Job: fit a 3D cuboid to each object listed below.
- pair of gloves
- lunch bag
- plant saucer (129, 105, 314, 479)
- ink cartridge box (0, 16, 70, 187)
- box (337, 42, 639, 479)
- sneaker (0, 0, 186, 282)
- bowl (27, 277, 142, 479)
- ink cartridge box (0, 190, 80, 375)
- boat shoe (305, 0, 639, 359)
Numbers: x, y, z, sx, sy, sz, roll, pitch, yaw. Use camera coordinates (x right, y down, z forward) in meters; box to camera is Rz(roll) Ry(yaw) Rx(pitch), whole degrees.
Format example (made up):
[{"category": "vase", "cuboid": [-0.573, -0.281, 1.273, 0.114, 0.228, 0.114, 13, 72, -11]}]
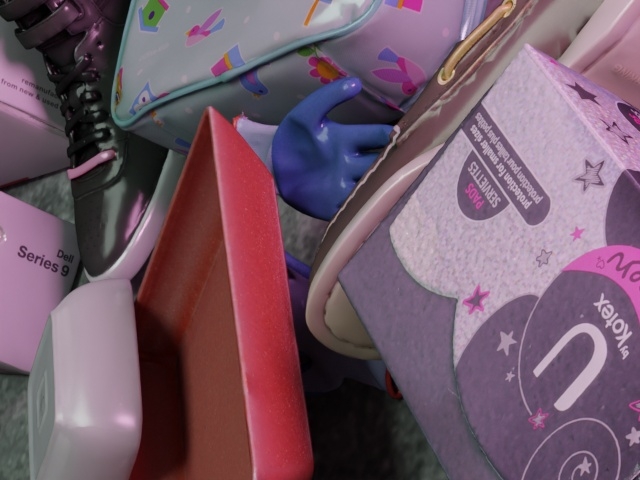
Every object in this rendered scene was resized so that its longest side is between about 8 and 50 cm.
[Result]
[{"category": "pair of gloves", "cuboid": [0.000, 0.000, 1.162, 0.159, 0.023, 0.198, 12, 104, 47]}, {"category": "lunch bag", "cuboid": [-0.005, -0.173, 1.248, 0.279, 0.108, 0.224, -18, 52, 44]}, {"category": "plant saucer", "cuboid": [-0.063, 0.099, 1.147, 0.259, 0.048, 0.258, 116, 153, -48]}, {"category": "ink cartridge box", "cuboid": [-0.253, -0.206, 1.569, 0.226, 0.131, 0.306, -15, 60, 47]}, {"category": "box", "cuboid": [0.139, 0.051, 0.904, 0.163, 0.142, 0.247, -52, 38, 19]}, {"category": "sneaker", "cuboid": [-0.174, -0.115, 1.399, 0.104, 0.147, 0.296, -20, 57, 43]}, {"category": "bowl", "cuboid": [-0.158, 0.106, 1.283, 0.142, 0.053, 0.142, 116, 154, -49]}, {"category": "ink cartridge box", "cuboid": [-0.348, 0.015, 1.489, 0.289, 0.211, 0.121, -3, 68, 52]}, {"category": "boat shoe", "cuboid": [0.109, -0.067, 1.040, 0.324, 0.116, 0.097, -46, 35, 20]}]
